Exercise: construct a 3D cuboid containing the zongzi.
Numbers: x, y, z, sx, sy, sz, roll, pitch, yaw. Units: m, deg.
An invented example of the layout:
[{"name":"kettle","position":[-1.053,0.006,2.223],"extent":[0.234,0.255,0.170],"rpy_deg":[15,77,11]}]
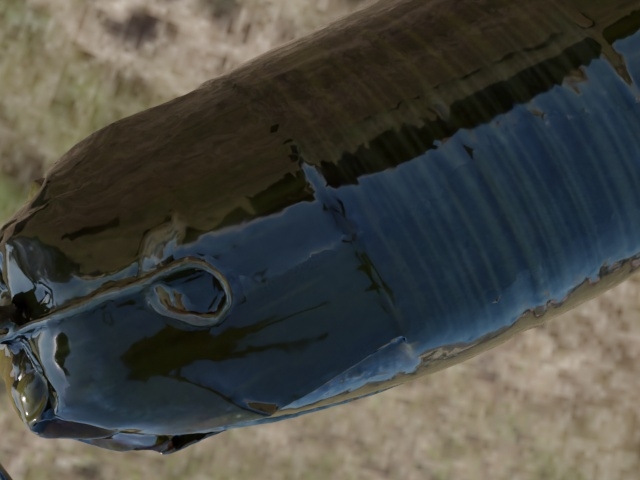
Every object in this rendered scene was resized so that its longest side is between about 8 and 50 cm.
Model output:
[{"name":"zongzi","position":[0.000,0.000,0.438],"extent":[0.187,0.084,0.184],"rpy_deg":[-24,174,-12]}]
